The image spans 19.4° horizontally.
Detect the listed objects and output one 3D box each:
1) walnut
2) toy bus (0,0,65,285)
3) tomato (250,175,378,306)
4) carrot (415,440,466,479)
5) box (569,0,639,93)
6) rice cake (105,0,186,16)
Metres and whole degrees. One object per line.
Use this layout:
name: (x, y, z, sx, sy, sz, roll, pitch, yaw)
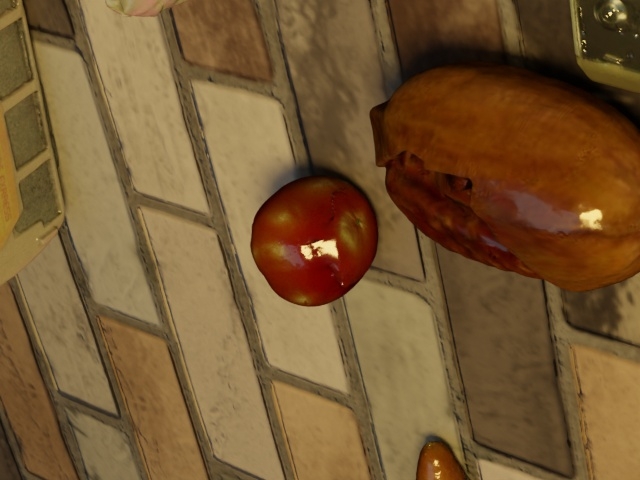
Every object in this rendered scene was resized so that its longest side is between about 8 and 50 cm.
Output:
walnut: (0.106, -0.040, 1.051, 0.207, 0.116, 0.116, 25, 138, 32)
toy bus: (-0.281, -0.124, 1.381, 0.097, 0.138, 0.342, 21, 135, 34)
tomato: (0.000, 0.000, 1.227, 0.075, 0.087, 0.087, 1, 122, 45)
carrot: (0.092, 0.205, 1.342, 0.048, 0.048, 0.139, 13, 130, 42)
box: (0.230, -0.137, 0.877, 0.270, 0.045, 0.211, 22, 137, 35)
rice cake: (-0.081, -0.234, 1.030, 0.037, 0.189, 0.198, -8, 108, 53)
